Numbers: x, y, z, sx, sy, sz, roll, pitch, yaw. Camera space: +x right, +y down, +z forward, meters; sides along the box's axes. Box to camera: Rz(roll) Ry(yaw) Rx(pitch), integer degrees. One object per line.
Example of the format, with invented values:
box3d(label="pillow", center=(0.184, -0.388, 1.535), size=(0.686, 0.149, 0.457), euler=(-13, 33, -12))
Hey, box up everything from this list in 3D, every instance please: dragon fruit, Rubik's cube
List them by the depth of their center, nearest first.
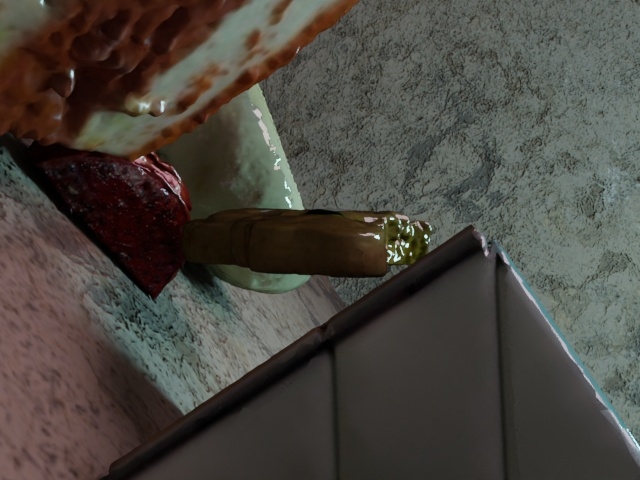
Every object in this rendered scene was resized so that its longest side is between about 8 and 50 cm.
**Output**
box3d(label="Rubik's cube", center=(0.052, 0.148, 0.488), size=(0.231, 0.221, 0.224), euler=(56, 3, 6))
box3d(label="dragon fruit", center=(-0.154, -0.047, 0.691), size=(0.162, 0.083, 0.106), euler=(51, 3, -39))

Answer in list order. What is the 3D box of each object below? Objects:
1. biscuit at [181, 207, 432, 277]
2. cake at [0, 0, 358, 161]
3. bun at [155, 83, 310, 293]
box3d(label="biscuit", center=(-0.009, -0.001, 0.628), size=(0.320, 0.183, 0.047), euler=(-63, 152, -88))
box3d(label="cake", center=(-0.152, -0.230, 0.531), size=(0.319, 0.270, 0.269), euler=(28, 27, -58))
box3d(label="bun", center=(-0.107, -0.067, 0.929), size=(0.287, 0.146, 0.287), euler=(158, -90, -86))
